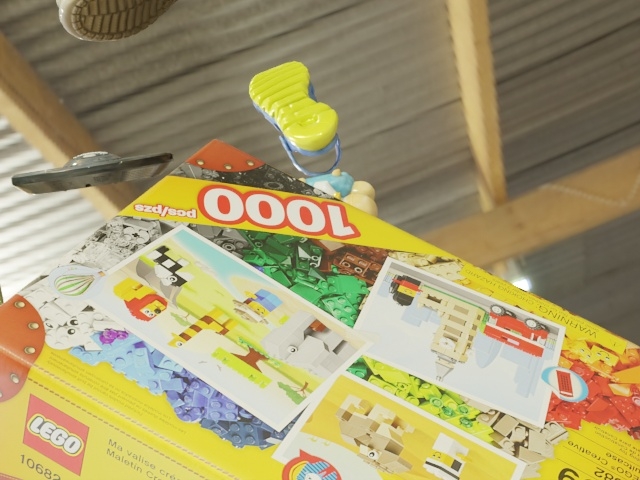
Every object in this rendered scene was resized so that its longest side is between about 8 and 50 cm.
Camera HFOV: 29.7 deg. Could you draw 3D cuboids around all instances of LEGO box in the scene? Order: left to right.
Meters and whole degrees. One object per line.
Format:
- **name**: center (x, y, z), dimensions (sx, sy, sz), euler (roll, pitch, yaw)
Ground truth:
- **LEGO box**: center (0.015, 0.162, 1.006), dimensions (0.372, 0.500, 0.193), euler (-47, -21, -52)

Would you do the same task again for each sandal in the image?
- **sandal**: center (-0.044, -0.223, 2.258), dimensions (0.126, 0.317, 0.138), euler (-22, -50, -2)

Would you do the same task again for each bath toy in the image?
- **bath toy**: center (0.000, 0.000, 1.852), dimensions (0.151, 0.129, 0.348), euler (-11, 18, 19)

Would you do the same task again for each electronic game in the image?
- **electronic game**: center (-0.321, -0.101, 1.710), dimensions (0.229, 0.048, 0.229), euler (-8, 6, 1)

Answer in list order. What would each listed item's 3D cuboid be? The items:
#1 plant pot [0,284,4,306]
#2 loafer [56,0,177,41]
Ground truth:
- **plant pot**: center (-0.594, 0.002, 1.756), dimensions (0.227, 0.207, 0.228), euler (-9, -33, -7)
- **loafer**: center (-0.198, -0.313, 1.367), dimensions (0.268, 0.092, 0.102), euler (-35, -24, -34)
